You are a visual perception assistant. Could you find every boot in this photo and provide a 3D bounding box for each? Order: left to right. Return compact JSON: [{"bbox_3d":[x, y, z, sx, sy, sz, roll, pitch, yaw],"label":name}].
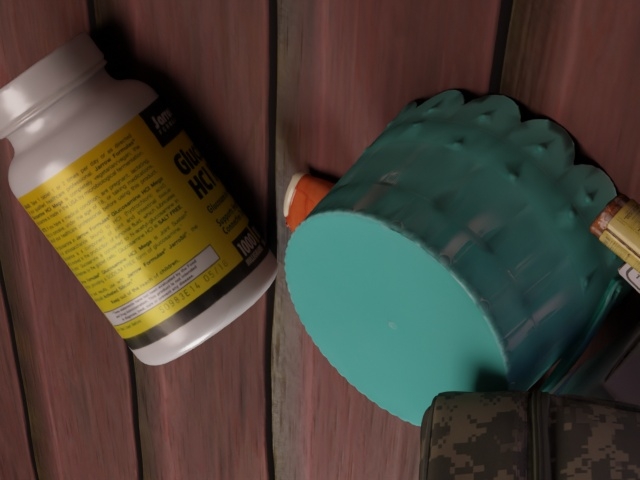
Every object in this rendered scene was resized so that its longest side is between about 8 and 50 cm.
[{"bbox_3d":[0.000,0.000,1.643,0.084,0.059,0.158,30,135,31],"label":"boot"}]

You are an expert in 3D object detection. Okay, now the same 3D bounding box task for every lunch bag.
[{"bbox_3d":[0.209,0.271,1.302,0.256,0.212,0.305,-1,134,5],"label":"lunch bag"}]

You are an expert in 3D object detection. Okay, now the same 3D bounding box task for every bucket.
[{"bbox_3d":[0.116,0.025,1.410,0.281,0.183,0.281,30,144,25],"label":"bucket"}]

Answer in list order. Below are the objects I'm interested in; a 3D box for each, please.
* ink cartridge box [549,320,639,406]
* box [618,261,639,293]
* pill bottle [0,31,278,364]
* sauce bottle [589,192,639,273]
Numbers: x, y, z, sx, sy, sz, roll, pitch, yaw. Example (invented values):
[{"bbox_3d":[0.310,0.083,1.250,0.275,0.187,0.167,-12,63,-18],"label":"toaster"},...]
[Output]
[{"bbox_3d":[0.292,0.221,1.464,0.226,0.131,0.306,45,149,5],"label":"ink cartridge box"},{"bbox_3d":[0.366,-0.006,1.175,0.169,0.087,0.290,44,148,7],"label":"box"},{"bbox_3d":[-0.210,-0.048,1.709,0.334,0.188,0.188,54,147,-11],"label":"pill bottle"},{"bbox_3d":[0.262,0.018,1.202,0.128,0.042,0.042,43,147,10],"label":"sauce bottle"}]
